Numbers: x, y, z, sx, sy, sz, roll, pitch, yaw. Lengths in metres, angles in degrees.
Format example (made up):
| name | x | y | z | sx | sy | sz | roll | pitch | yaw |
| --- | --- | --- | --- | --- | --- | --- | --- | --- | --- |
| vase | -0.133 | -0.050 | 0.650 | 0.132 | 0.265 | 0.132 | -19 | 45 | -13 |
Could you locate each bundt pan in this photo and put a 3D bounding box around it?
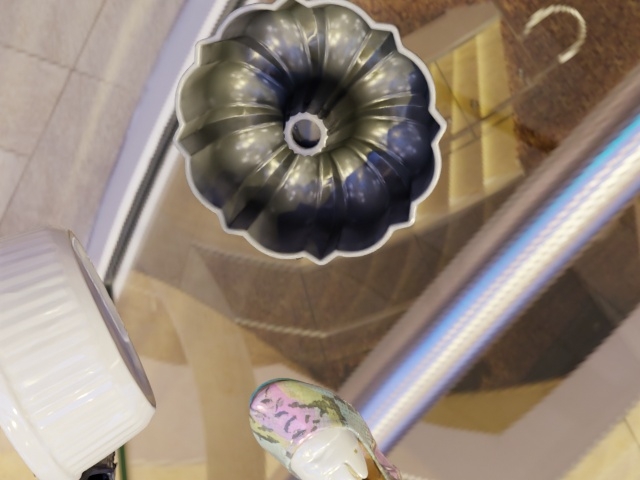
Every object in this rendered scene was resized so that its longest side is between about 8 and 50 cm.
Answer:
| name | x | y | z | sx | sy | sz | roll | pitch | yaw |
| --- | --- | --- | --- | --- | --- | --- | --- | --- | --- |
| bundt pan | -0.004 | -0.145 | 1.400 | 0.330 | 0.124 | 0.331 | 4 | 111 | 12 |

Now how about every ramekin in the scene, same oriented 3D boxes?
| name | x | y | z | sx | sy | sz | roll | pitch | yaw |
| --- | --- | --- | --- | --- | --- | --- | --- | --- | --- |
| ramekin | -0.270 | 0.108 | 1.183 | 0.127 | 0.273 | 0.273 | -26 | 131 | -7 |

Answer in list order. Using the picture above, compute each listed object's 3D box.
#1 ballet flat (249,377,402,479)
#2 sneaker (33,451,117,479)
| name | x | y | z | sx | sy | sz | roll | pitch | yaw |
| --- | --- | --- | --- | --- | --- | --- | --- | --- | --- |
| ballet flat | 0.019 | 0.190 | 0.943 | 0.077 | 0.079 | 0.221 | -34 | 135 | 4 |
| sneaker | -0.373 | 0.362 | 1.902 | 0.106 | 0.234 | 0.078 | 44 | 114 | 4 |
